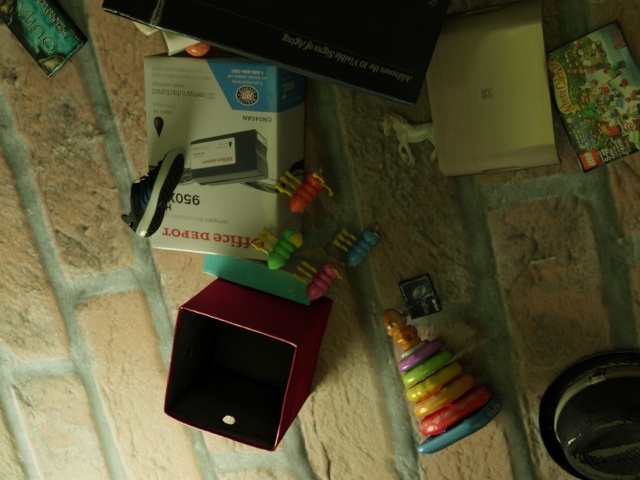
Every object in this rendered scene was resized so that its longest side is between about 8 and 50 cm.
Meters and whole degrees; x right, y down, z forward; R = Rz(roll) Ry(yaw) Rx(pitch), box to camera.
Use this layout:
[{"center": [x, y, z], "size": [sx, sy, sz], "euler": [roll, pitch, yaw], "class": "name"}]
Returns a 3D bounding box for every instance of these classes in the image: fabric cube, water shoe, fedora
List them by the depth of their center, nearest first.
[{"center": [0.593, 0.379, 1.658], "size": [0.334, 0.152, 0.334], "euler": [5, 108, 15], "class": "fedora"}, {"center": [-0.335, -0.100, 1.661], "size": [0.080, 0.073, 0.203], "euler": [32, 114, 12], "class": "water shoe"}, {"center": [-0.149, 0.240, 1.785], "size": [0.254, 0.258, 0.259], "euler": [16, 110, 11], "class": "fabric cube"}]

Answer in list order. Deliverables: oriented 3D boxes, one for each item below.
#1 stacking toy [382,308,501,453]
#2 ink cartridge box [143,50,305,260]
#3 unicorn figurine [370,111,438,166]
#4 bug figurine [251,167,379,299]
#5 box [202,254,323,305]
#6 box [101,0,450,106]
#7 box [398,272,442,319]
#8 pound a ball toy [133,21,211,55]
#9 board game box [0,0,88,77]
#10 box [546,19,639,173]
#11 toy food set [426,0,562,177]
[{"center": [0.222, 0.268, 1.756], "size": [0.166, 0.175, 0.302], "euler": [-37, 79, 28], "class": "stacking toy"}, {"center": [-0.189, -0.174, 1.720], "size": [0.285, 0.166, 0.395], "euler": [6, 108, 16], "class": "ink cartridge box"}, {"center": [0.182, -0.202, 1.663], "size": [0.162, 0.060, 0.111], "euler": [-10, 107, -1], "class": "unicorn figurine"}, {"center": [0.000, 0.000, 1.667], "size": [0.279, 0.072, 0.216], "euler": [43, 78, -36], "class": "bug figurine"}, {"center": [-0.118, 0.061, 1.806], "size": [0.244, 0.100, 0.060], "euler": [16, 111, 12], "class": "box"}, {"center": [-0.030, -0.512, 1.344], "size": [0.480, 0.297, 0.471], "euler": [11, 101, -32], "class": "box"}, {"center": [0.207, 0.117, 1.768], "size": [0.067, 0.018, 0.083], "euler": [-17, 100, 21], "class": "box"}, {"center": [-0.186, -0.423, 1.554], "size": [0.319, 0.208, 0.135], "euler": [-23, 101, -9], "class": "pound a ball toy"}, {"center": [-0.604, -0.464, 1.835], "size": [0.126, 0.026, 0.186], "euler": [-37, 93, 22], "class": "board game box"}, {"center": [0.510, -0.260, 1.550], "size": [0.159, 0.044, 0.233], "euler": [-24, 98, 21], "class": "box"}, {"center": [0.318, -0.275, 1.567], "size": [0.220, 0.092, 0.306], "euler": [-5, 103, 25], "class": "toy food set"}]
